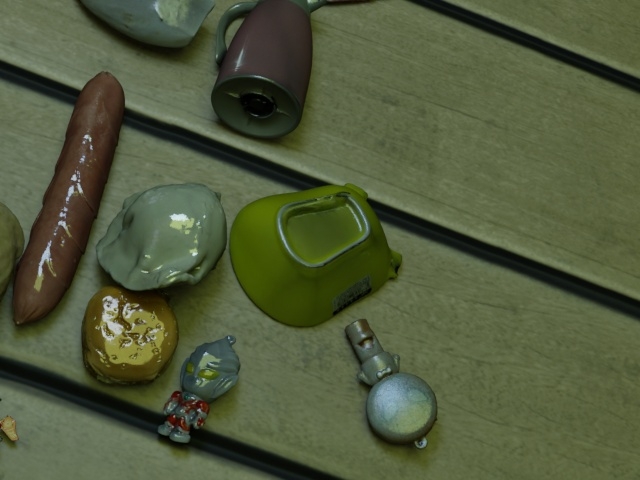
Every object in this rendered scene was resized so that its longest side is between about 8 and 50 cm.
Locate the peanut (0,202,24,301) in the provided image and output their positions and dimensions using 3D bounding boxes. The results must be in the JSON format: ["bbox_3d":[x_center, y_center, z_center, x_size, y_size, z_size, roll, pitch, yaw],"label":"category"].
[{"bbox_3d":[-0.547,0.073,1.718,0.340,0.158,0.174,-27,46,-28],"label":"peanut"}]

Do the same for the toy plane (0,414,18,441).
[{"bbox_3d":[-0.485,0.271,1.706,0.145,0.037,0.060,-20,76,-21],"label":"toy plane"}]

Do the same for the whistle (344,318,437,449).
[{"bbox_3d":[0.101,0.217,1.877,0.107,0.057,0.220,-27,70,-10],"label":"whistle"}]

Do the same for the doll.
[{"bbox_3d":[-0.170,0.209,1.801,0.094,0.079,0.180,17,64,30],"label":"doll"}]

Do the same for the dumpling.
[{"bbox_3d":[-0.234,-0.009,1.843,0.193,0.147,0.258,-4,37,4],"label":"dumpling"}]

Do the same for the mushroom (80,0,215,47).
[{"bbox_3d":[-0.311,-0.392,2.020,0.270,0.103,0.118,26,63,4],"label":"mushroom"}]

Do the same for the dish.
[{"bbox_3d":[0.000,0.000,1.917,0.262,0.108,0.221,-20,73,-22],"label":"dish"}]

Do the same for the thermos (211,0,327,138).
[{"bbox_3d":[-0.090,-0.311,2.028,0.176,0.146,0.265,1,54,14],"label":"thermos"}]

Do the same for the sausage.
[{"bbox_3d":[-0.368,-0.067,1.864,0.087,0.088,0.433,17,64,-7],"label":"sausage"}]

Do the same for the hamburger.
[{"bbox_3d":[-0.272,0.135,1.799,0.138,0.083,0.147,4,68,-18],"label":"hamburger"}]
